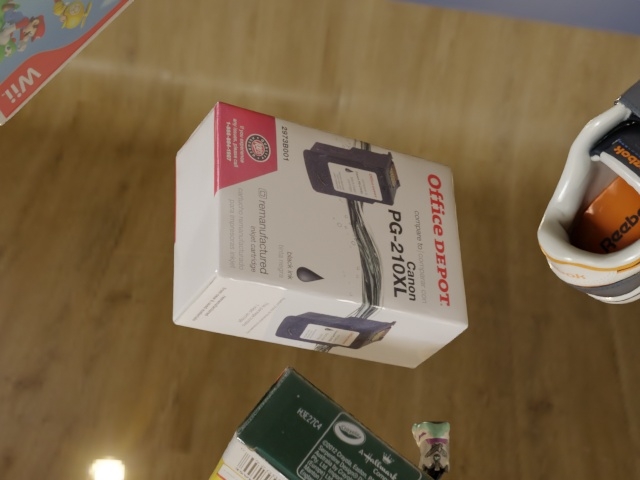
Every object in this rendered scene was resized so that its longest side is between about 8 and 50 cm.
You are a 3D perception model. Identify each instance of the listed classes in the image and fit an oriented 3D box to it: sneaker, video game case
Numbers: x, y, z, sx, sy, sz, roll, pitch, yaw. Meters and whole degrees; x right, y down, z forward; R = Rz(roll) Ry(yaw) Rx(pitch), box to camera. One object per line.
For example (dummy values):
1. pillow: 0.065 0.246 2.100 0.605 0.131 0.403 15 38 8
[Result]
1. sneaker: 0.113 0.222 1.336 0.038 0.069 0.098 1 169 4
2. video game case: -0.240 -0.238 1.025 0.025 0.285 0.204 36 -106 24
3. sneaker: 0.304 -0.083 1.054 0.126 0.321 0.127 45 -165 33

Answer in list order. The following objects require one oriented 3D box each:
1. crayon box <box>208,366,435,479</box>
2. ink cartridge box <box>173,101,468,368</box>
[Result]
1. crayon box: -0.002 0.245 1.143 0.202 0.318 0.081 38 -117 4
2. ink cartridge box: 0.000 0.000 1.125 0.237 0.100 0.172 13 -123 -25
